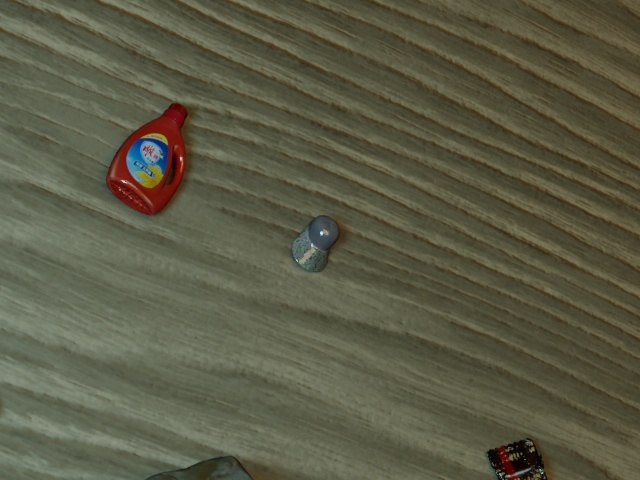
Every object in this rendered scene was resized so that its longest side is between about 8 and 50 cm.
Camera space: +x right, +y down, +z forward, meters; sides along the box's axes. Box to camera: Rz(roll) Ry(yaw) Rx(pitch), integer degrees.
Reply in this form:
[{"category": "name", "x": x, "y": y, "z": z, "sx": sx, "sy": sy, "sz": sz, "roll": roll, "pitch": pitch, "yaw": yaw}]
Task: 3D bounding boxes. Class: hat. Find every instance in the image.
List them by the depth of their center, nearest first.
[{"category": "hat", "x": -0.001, "y": 0.002, "z": 2.121, "sx": 0.058, "sy": 0.042, "sz": 0.087, "roll": 37, "pitch": 60, "yaw": -11}]

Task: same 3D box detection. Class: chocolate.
[{"category": "chocolate", "x": -0.183, "y": 0.342, "z": 1.843, "sx": 0.214, "sy": 0.148, "sz": 0.093, "roll": -13, "pitch": 60, "yaw": -34}, {"category": "chocolate", "x": 0.302, "y": 0.381, "z": 2.156, "sx": 0.086, "sy": 0.028, "sz": 0.182, "roll": -14, "pitch": 78, "yaw": -24}]

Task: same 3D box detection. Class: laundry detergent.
[{"category": "laundry detergent", "x": -0.223, "y": -0.119, "z": 2.044, "sx": 0.097, "sy": 0.049, "sz": 0.165, "roll": 39, "pitch": 58, "yaw": -18}]
